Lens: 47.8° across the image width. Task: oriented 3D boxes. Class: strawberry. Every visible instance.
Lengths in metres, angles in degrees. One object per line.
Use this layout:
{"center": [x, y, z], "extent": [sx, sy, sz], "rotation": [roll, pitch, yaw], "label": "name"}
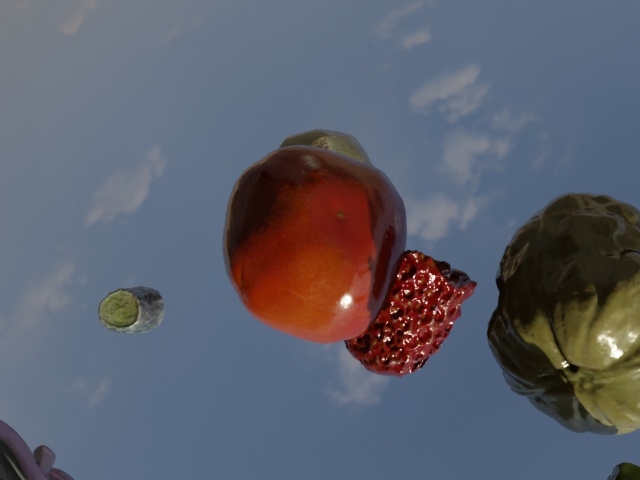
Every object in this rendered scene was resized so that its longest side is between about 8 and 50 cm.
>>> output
{"center": [0.108, 0.111, 1.085], "extent": [0.233, 0.234, 0.178], "rotation": [-3, -112, 39], "label": "strawberry"}

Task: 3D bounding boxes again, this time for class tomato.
{"center": [-0.004, -0.002, 0.914], "extent": [0.180, 0.259, 0.260], "rotation": [130, -21, -60], "label": "tomato"}

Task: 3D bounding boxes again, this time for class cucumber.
{"center": [-0.241, 0.089, 0.917], "extent": [0.064, 0.112, 0.064], "rotation": [-1, -95, 7], "label": "cucumber"}

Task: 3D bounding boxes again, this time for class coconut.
{"center": [0.010, -0.119, 1.518], "extent": [0.230, 0.227, 0.227], "rotation": [-4, -124, 40], "label": "coconut"}

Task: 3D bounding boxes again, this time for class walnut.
{"center": [0.347, 0.093, 0.911], "extent": [0.253, 0.282, 0.277], "rotation": [-61, 179, 39], "label": "walnut"}

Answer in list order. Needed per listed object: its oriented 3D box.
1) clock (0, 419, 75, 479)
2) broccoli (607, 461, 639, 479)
{"center": [-0.452, 0.392, 0.932], "extent": [0.102, 0.338, 0.339], "rotation": [-34, -139, 21], "label": "clock"}
{"center": [0.314, 0.348, 0.721], "extent": [0.304, 0.145, 0.165], "rotation": [-57, 168, -55], "label": "broccoli"}
